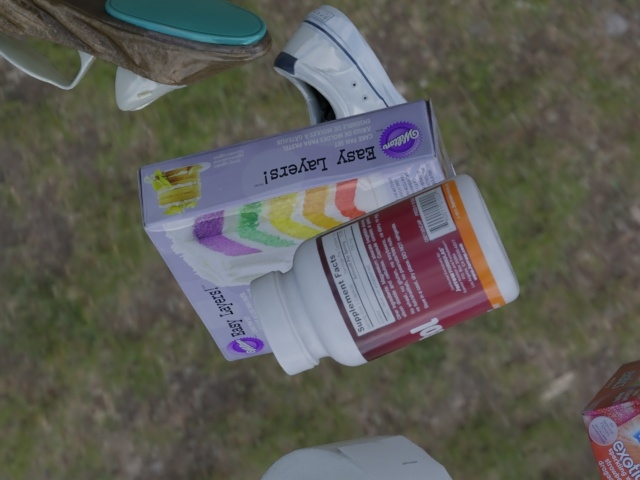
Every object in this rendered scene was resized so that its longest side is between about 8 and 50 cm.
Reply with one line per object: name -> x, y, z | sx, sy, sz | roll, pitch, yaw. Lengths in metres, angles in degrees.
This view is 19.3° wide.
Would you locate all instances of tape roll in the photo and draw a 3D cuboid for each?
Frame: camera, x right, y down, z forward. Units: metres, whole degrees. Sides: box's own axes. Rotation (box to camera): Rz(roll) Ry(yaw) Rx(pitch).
tape roll -> 0.042, 0.345, 1.946 | 0.100, 0.286, 0.286 | -5, 128, -40

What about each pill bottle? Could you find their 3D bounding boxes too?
pill bottle -> 0.038, 0.025, 1.159 | 0.152, 0.086, 0.086 | -23, 128, 7

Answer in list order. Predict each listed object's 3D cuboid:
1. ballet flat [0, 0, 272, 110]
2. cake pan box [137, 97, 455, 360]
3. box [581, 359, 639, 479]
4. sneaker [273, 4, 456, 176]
ballet flat -> -0.213, -0.195, 1.793 | 0.342, 0.116, 0.124 | 17, 119, 8
cake pan box -> 0.000, 0.000, 1.588 | 0.246, 0.070, 0.267 | -11, 149, 7
box -> 0.381, 0.202, 2.048 | 0.123, 0.257, 0.128 | -17, 92, 21
sneaker -> 0.041, -0.110, 1.852 | 0.091, 0.094, 0.258 | -44, 115, -11
